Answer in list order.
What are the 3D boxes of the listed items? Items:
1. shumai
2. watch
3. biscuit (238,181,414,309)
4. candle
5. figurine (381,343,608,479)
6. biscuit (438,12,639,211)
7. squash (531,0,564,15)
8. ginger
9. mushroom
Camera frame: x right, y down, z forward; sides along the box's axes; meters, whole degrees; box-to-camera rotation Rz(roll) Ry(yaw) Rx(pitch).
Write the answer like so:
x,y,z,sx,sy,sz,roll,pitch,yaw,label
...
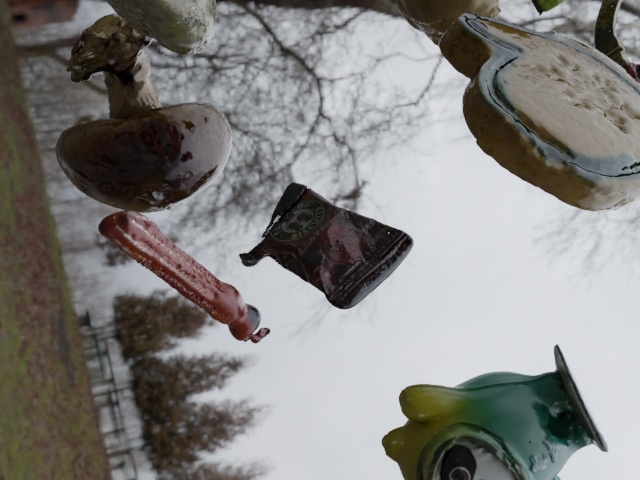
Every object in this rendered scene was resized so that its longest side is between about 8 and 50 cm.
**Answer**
x,y,z,sx,sy,sz,roll,pitch,yaw,label
-0.142,-0.251,0.755,0.201,0.120,0.201,41,-5,4,shumai
0.531,-0.337,1.526,0.102,0.165,0.268,-36,-152,58,watch
-0.003,0.005,1.311,0.235,0.151,0.063,24,-31,40,biscuit
-0.151,0.048,1.117,0.048,0.051,0.329,48,1,37,candle
0.287,0.333,1.569,0.323,0.340,0.231,61,11,-24,figurine
0.261,-0.158,1.017,0.287,0.344,0.057,41,-53,15,biscuit
0.346,-0.505,1.475,0.093,0.169,0.252,-22,-76,38,squash
0.155,-0.489,1.465,0.236,0.166,0.375,-159,-129,-75,ginger
-0.371,-0.224,1.839,0.356,0.331,0.334,58,4,-1,mushroom
